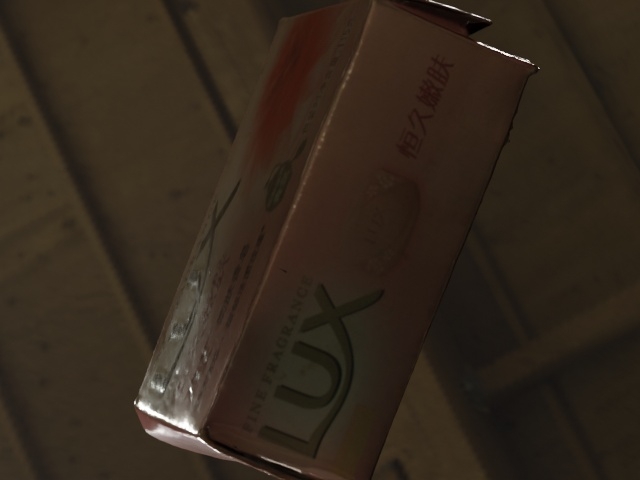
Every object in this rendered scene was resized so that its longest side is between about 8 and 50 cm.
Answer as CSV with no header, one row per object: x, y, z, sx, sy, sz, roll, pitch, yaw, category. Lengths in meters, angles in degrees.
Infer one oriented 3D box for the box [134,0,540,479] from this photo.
0.000,0.000,0.627,0.060,0.111,0.156,24,-96,-15,box
